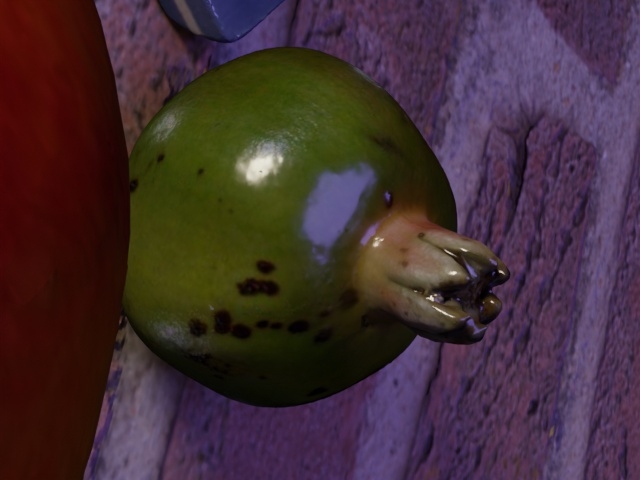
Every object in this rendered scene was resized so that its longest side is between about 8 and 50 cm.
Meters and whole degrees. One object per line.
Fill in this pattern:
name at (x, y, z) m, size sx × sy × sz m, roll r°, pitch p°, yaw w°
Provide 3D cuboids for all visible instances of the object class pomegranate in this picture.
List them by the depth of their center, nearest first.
pomegranate at (0.000, 0.000, 0.765) m, size 0.180 × 0.209 × 0.180 m, roll -15°, pitch 112°, yaw -41°

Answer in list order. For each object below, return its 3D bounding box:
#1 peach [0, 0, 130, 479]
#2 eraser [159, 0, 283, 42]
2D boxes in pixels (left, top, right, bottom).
peach at (-0.240, -0.009, 0.368) m, size 0.388 × 0.388 × 0.388 m, roll 4°, pitch 84°, yaw -50°
eraser at (-0.084, -0.212, 0.808) m, size 0.082 × 0.036 × 0.225 m, roll -51°, pitch 125°, yaw -39°
